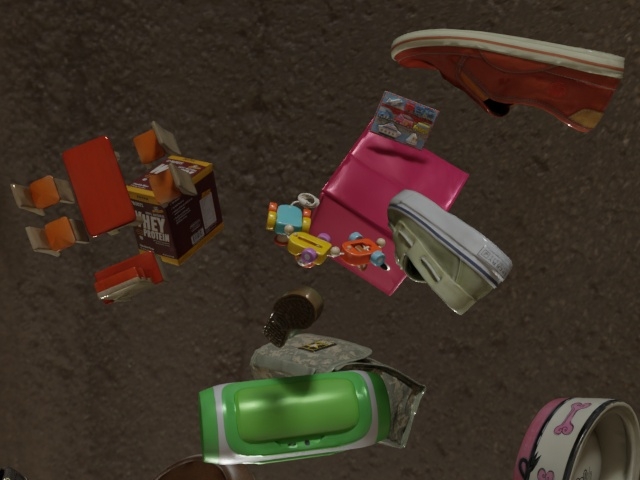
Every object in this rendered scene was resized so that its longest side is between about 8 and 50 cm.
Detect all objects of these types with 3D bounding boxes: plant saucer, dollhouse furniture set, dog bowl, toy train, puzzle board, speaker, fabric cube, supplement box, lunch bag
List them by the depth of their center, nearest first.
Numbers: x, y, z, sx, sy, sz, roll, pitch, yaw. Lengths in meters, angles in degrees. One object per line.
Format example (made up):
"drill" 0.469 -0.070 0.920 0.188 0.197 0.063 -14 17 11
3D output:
"toy train" 0.000 0.000 0.966 0.166 0.125 0.046 39 128 36
"dollhouse furniture set" -0.333 -0.037 1.154 0.262 0.135 0.259 -23 82 3
"speaker" -0.043 0.283 1.175 0.297 0.131 0.131 -4 118 -13
"lunch bag" 0.027 0.287 1.479 0.287 0.168 0.235 33 163 -38
"plant saucer" -0.280 0.560 1.500 0.311 0.310 0.050 -2 132 34
"puzzle board" 0.182 -0.259 1.591 0.128 0.011 0.096 20 111 -6
"fabric cube" 0.144 -0.073 1.702 0.258 0.259 0.254 32 152 3
"dog bowl" 0.600 0.556 1.717 0.150 0.408 0.407 10 118 45
"supplement box" -0.360 -0.078 1.813 0.129 0.191 0.194 14 128 27

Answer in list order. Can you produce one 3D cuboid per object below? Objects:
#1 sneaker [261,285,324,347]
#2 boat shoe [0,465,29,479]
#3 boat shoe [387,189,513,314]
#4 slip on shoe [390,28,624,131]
"sneaker" -0.029 0.102 1.152 0.064 0.086 0.192 45 146 3
"boat shoe" -0.506 0.427 1.032 0.081 0.227 0.068 -2 132 50
"boat shoe" 0.142 0.007 0.972 0.094 0.302 0.109 -46 108 1
"slip on shoe" 0.219 -0.213 0.939 0.331 0.123 0.101 24 112 40
